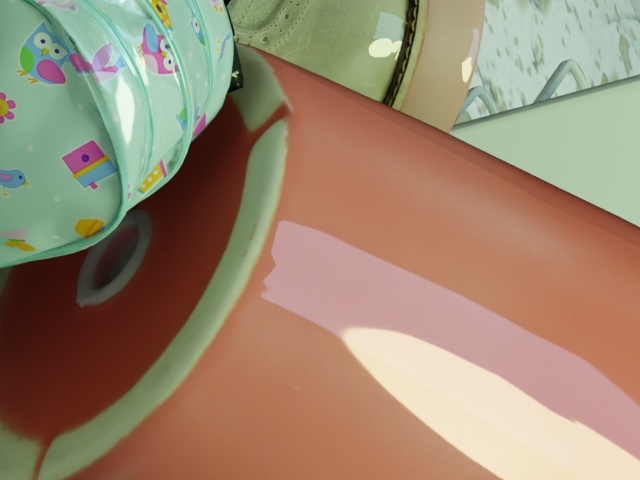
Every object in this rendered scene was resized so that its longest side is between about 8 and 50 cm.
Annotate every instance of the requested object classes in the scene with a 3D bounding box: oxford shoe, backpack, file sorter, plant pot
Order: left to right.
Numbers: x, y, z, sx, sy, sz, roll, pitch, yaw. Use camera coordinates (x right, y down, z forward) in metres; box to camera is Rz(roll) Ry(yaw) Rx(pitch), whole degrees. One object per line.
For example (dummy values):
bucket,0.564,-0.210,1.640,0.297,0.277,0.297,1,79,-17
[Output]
backpack,-0.119,-0.052,0.577,0.152,0.182,0.115,62,31,-28
oxford shoe,-0.007,-0.211,0.918,0.146,0.140,0.397,11,39,-16
plant pot,0.003,0.061,0.686,0.243,0.275,0.275,33,47,-31
file sorter,0.168,-0.011,1.006,0.193,0.277,0.173,70,26,-14
